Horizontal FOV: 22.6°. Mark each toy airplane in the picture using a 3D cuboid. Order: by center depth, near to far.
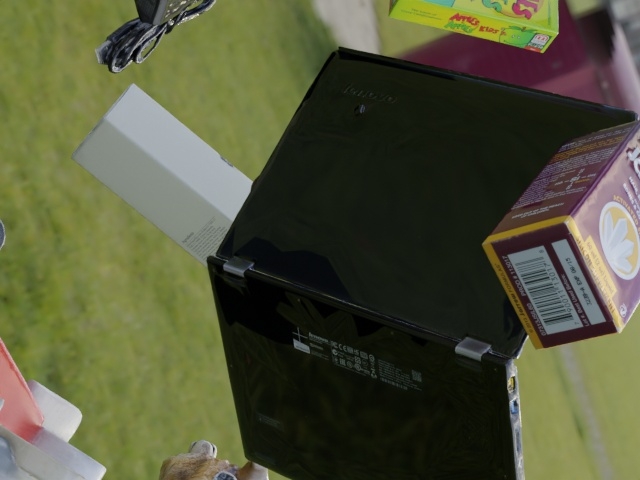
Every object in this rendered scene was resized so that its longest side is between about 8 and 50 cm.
[{"bbox_3d":[-0.395,0.162,1.604,0.384,0.272,0.386,46,-27,3],"label":"toy airplane"}]

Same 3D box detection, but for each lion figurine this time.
[{"bbox_3d":[-0.039,0.376,2.078,0.142,0.392,0.240,-53,169,-34],"label":"lion figurine"}]

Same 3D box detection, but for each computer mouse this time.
[{"bbox_3d":[-0.178,-0.319,1.876,0.072,0.188,0.272,47,-29,6],"label":"computer mouse"}]

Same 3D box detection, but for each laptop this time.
[{"bbox_3d":[0.104,0.063,1.618,0.236,0.382,0.408,-33,127,-38],"label":"laptop"}]

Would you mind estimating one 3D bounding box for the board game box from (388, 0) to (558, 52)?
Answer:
[{"bbox_3d":[0.167,-0.272,1.743,0.043,0.181,0.092,124,-26,-58],"label":"board game box"}]

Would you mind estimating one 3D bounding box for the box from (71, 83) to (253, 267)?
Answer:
[{"bbox_3d":[-0.195,-0.078,2.193,0.275,0.113,0.094,41,44,-9],"label":"box"}]

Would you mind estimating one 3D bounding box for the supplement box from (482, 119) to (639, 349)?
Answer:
[{"bbox_3d":[0.219,-0.007,1.294,0.188,0.081,0.104,-46,114,-48],"label":"supplement box"}]

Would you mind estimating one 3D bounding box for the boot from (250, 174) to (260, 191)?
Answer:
[{"bbox_3d":[0.000,0.000,2.048,0.219,0.082,0.106,44,0,27],"label":"boot"}]
